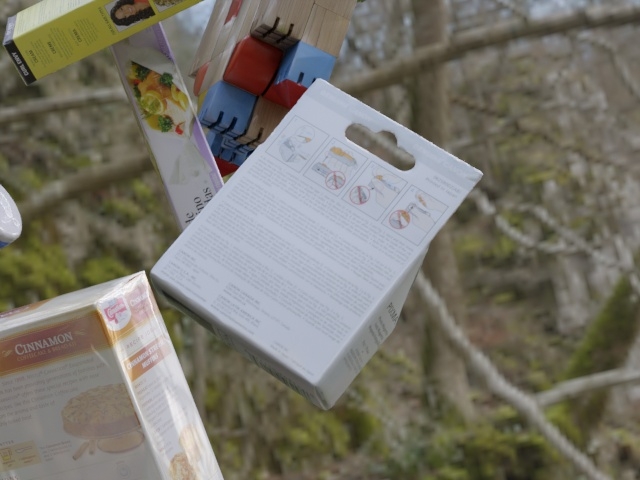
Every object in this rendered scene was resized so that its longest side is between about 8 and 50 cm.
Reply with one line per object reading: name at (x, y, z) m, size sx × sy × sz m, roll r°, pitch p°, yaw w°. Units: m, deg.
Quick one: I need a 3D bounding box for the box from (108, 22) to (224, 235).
box at (-0.155, -0.093, 1.870) m, size 0.063 × 0.324 × 0.067 m, roll -20°, pitch -9°, yaw -8°

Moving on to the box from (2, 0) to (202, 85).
box at (-0.229, -0.254, 1.822) m, size 0.232 × 0.087 × 0.058 m, roll -25°, pitch -63°, yaw 6°

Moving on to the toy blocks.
toy blocks at (-0.069, -0.218, 2.011) m, size 0.190 × 0.261 × 0.381 m, roll 23°, pitch -15°, yaw -17°

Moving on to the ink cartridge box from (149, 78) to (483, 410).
ink cartridge box at (0.000, 0.000, 1.418) m, size 0.232 × 0.189 × 0.066 m, roll -49°, pitch -26°, yaw -18°

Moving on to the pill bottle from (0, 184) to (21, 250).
pill bottle at (-0.354, 0.001, 1.572) m, size 0.137 × 0.078 × 0.078 m, roll -34°, pitch -24°, yaw 16°

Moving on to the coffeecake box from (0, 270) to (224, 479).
coffeecake box at (-0.146, 0.129, 1.017) m, size 0.142 × 0.185 × 0.068 m, roll -16°, pitch 10°, yaw 25°
